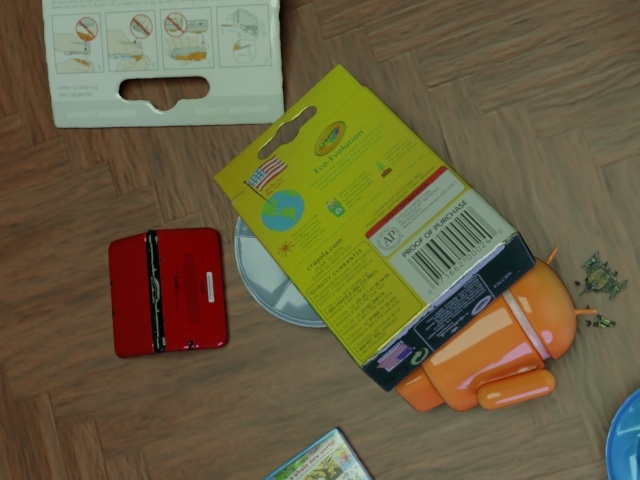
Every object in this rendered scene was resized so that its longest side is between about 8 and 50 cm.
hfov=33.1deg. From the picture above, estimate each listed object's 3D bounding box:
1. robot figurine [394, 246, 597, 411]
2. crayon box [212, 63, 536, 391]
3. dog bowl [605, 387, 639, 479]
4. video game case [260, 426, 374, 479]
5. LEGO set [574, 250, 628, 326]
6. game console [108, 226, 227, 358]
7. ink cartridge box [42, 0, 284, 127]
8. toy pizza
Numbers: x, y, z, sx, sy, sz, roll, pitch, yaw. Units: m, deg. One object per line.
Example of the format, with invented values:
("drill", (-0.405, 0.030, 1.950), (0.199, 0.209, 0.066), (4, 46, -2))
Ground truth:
("robot figurine", (0.175, 0.097, 1.132), (0.219, 0.158, 0.128), (-32, 103, 8))
("crayon box", (0.046, -0.024, 1.134), (0.202, 0.081, 0.318), (-41, 54, 2))
("dog bowl", (0.438, 0.217, 1.080), (0.297, 0.074, 0.166), (-2, 83, 13))
("video game case", (0.018, 0.311, 1.203), (0.119, 0.015, 0.166), (-37, 77, 8))
("LEGO set", (0.301, 0.052, 1.163), (0.054, 0.023, 0.083), (17, 101, 17))
("game console", (-0.183, 0.063, 1.284), (0.124, 0.085, 0.144), (-3, 82, -18))
("ink cartridge box", (-0.186, -0.335, 1.316), (0.308, 0.091, 0.385), (0, 100, 14))
("toy pizza", (0.000, 0.000, 1.235), (0.201, 0.032, 0.201), (-2, 80, 11))
